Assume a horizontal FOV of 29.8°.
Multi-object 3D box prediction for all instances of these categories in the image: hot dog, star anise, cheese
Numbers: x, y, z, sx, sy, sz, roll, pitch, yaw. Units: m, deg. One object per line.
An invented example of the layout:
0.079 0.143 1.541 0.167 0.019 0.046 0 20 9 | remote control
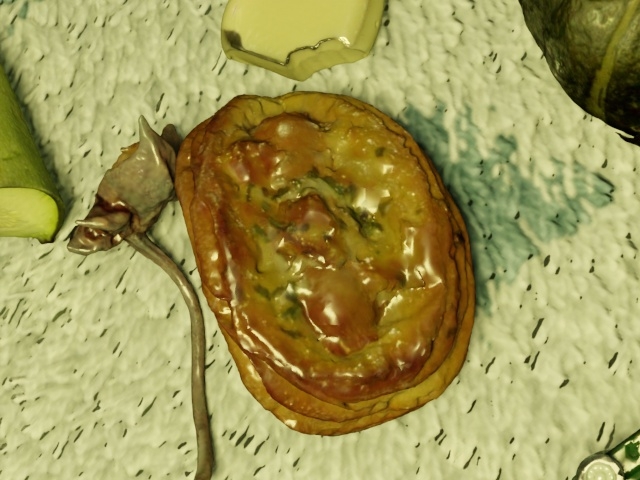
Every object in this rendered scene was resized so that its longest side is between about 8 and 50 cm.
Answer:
0.000 0.000 0.879 0.196 0.122 0.272 -13 71 -15 | hot dog
-0.103 0.036 0.925 0.227 0.148 0.218 45 56 -5 | star anise
0.017 -0.247 0.977 0.127 0.050 0.255 23 84 20 | cheese

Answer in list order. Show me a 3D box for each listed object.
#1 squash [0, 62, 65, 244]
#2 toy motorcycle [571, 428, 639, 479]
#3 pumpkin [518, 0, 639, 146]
-0.324 -0.119 1.010 0.137 0.137 0.287 -30 67 7 | squash
0.237 0.208 0.767 0.275 0.125 0.187 -37 74 10 | toy motorcycle
0.283 -0.213 0.817 0.321 0.192 0.320 -3 75 13 | pumpkin
